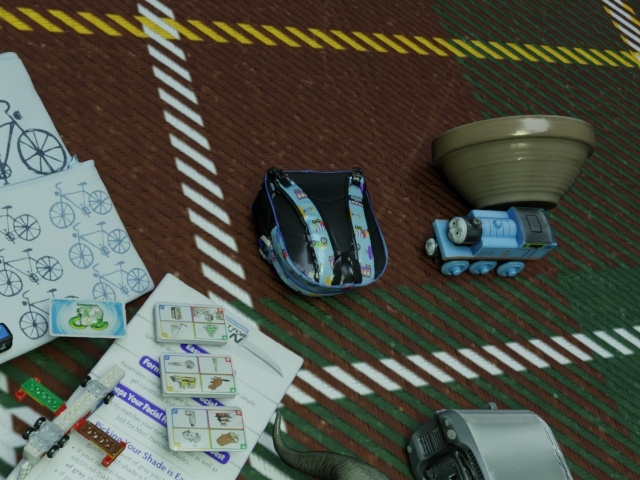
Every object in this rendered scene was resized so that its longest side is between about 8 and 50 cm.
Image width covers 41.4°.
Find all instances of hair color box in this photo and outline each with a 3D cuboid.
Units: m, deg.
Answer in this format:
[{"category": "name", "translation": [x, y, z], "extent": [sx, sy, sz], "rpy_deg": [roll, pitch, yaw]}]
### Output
[{"category": "hair color box", "translation": [-0.179, 0.217, 0.875], "extent": [0.185, 0.110, 0.339], "rpy_deg": [33, 52, 0]}]

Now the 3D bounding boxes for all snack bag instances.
[{"category": "snack bag", "translation": [-0.360, -0.045, 0.895], "extent": [0.323, 0.037, 0.342], "rpy_deg": [-27, 90, -55]}]

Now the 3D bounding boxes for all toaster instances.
[{"category": "toaster", "translation": [0.210, 0.300, 0.989], "extent": [0.146, 0.129, 0.227], "rpy_deg": [-1, 58, -29]}]

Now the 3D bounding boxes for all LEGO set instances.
[{"category": "LEGO set", "translation": [-0.205, 0.140, 0.835], "extent": [0.244, 0.060, 0.182], "rpy_deg": [5, 44, -23]}]

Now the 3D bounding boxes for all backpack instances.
[{"category": "backpack", "translation": [0.000, 0.000, 1.099], "extent": [0.158, 0.117, 0.173], "rpy_deg": [-3, 59, -27]}]

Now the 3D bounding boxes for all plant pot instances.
[{"category": "plant pot", "translation": [0.285, -0.099, 1.251], "extent": [0.237, 0.237, 0.109], "rpy_deg": [3, 81, -24]}]

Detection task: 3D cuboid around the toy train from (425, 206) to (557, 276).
[{"category": "toy train", "translation": [0.244, -0.001, 1.223], "extent": [0.184, 0.105, 0.080], "rpy_deg": [3, 57, -24]}]

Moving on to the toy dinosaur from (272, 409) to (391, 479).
[{"category": "toy dinosaur", "translation": [0.055, 0.304, 0.891], "extent": [0.121, 0.160, 0.313], "rpy_deg": [-9, 63, -30]}]
